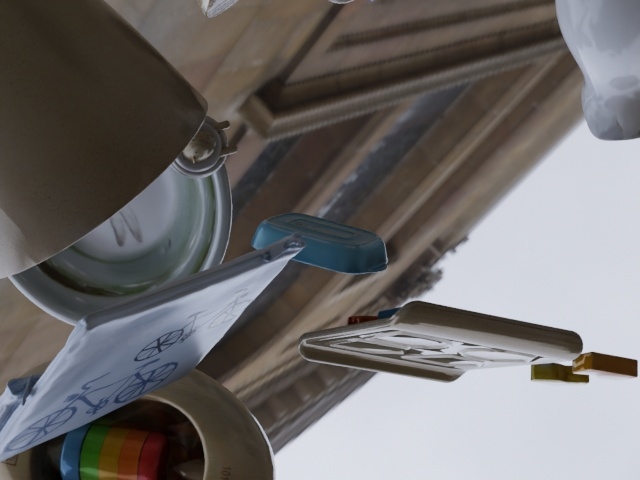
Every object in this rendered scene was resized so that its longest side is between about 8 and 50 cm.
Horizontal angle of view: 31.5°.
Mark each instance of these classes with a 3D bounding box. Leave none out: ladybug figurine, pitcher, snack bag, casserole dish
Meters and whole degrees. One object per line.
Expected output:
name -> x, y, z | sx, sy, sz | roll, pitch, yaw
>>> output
ladybug figurine -> -0.263, 0.307, 1.584 | 0.449, 0.305, 0.162 | 9, 175, 17
pitcher -> 0.302, -0.234, 1.166 | 0.207, 0.125, 0.178 | 74, -172, -45
snack bag -> -0.208, 0.120, 1.262 | 0.323, 0.342, 0.037 | -21, -109, -44
casserole dish -> 0.000, 0.000, 1.454 | 0.188, 0.037, 0.114 | 15, -163, 27

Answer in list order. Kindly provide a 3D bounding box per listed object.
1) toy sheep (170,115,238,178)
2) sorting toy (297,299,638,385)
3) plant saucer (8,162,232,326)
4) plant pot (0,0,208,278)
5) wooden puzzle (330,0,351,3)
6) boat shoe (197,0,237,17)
toy sheep -> -0.157, -0.120, 1.446 | 0.091, 0.091, 0.132 | 35, 172, -11
sorting toy -> 0.158, 0.109, 1.173 | 0.307, 0.229, 0.041 | 12, -108, -25
plant saucer -> -0.305, -0.068, 1.661 | 0.400, 0.400, 0.100 | 43, -158, 2
plant pot -> -0.278, -0.153, 0.978 | 0.274, 0.256, 0.256 | 55, -151, -22
wooden puzzle -> 0.118, -0.414, 1.442 | 0.080, 0.322, 0.348 | 45, -174, -18
boat shoe -> -0.108, -0.272, 1.132 | 0.059, 0.063, 0.170 | 53, 174, 2
